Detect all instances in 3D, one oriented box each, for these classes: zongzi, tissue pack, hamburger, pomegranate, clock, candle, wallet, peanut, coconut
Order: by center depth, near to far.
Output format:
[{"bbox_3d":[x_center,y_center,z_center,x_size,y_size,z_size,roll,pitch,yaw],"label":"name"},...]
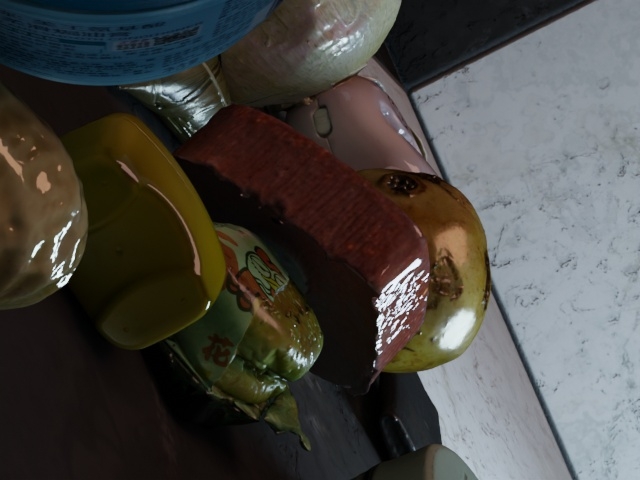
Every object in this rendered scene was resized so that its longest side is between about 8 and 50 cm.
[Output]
[{"bbox_3d":[-0.267,-0.069,1.051,0.325,0.140,0.153,43,67,-42],"label":"peanut"},{"bbox_3d":[-0.158,-0.013,1.412,0.178,0.123,0.127,58,18,-22],"label":"tissue pack"},{"bbox_3d":[-0.069,0.083,1.576,0.235,0.125,0.214,52,20,13],"label":"hamburger"},{"bbox_3d":[0.000,0.000,1.723,0.317,0.131,0.287,52,-22,-20],"label":"candle"},{"bbox_3d":[-0.152,-0.124,1.857,0.178,0.081,0.189,-53,133,-53],"label":"zongzi"},{"bbox_3d":[-0.044,-0.301,2.106,0.254,0.297,0.297,49,15,-10],"label":"coconut"},{"bbox_3d":[0.089,0.035,2.113,0.260,0.260,0.260,59,13,-23],"label":"pomegranate"},{"bbox_3d":[0.114,0.230,2.259,0.170,0.044,0.321,61,9,-16],"label":"wallet"},{"bbox_3d":[0.067,-0.097,2.453,0.342,0.184,0.326,58,8,-50],"label":"clock"}]

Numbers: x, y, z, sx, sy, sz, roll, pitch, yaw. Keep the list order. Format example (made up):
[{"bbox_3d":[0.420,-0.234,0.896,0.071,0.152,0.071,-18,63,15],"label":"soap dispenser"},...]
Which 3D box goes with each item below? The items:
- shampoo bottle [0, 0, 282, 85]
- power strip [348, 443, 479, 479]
[{"bbox_3d":[-0.129,-0.272,1.032,0.331,0.331,0.342,64,-8,1],"label":"shampoo bottle"},{"bbox_3d":[0.119,0.383,1.672,0.357,0.161,0.357,59,13,-22],"label":"power strip"}]
